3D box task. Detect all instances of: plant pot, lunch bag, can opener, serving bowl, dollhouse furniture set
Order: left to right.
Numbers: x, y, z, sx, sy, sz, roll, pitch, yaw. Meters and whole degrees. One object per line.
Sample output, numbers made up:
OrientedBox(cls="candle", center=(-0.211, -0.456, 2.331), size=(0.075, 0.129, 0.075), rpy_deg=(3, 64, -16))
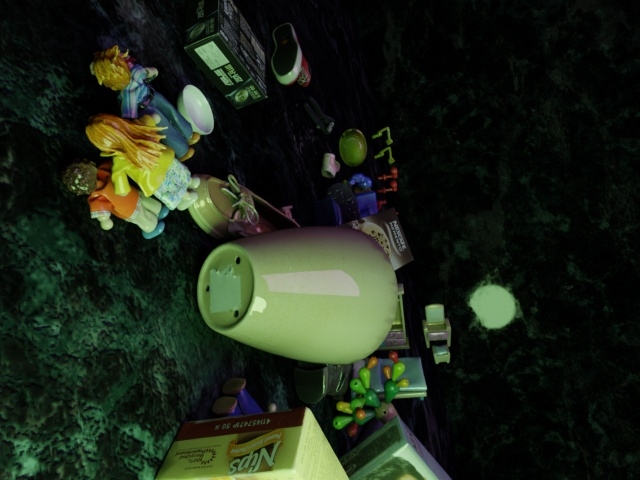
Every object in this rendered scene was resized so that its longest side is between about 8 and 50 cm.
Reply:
OrientedBox(cls="serving bowl", center=(-0.216, -0.217, 0.748), size=(0.083, 0.027, 0.083), rpy_deg=(-14, 90, -71))
OrientedBox(cls="plant pot", center=(-0.052, 0.085, 0.724), size=(0.274, 0.256, 0.257), rpy_deg=(11, 65, -52))
OrientedBox(cls="can opener", center=(-0.007, -0.412, 1.475), size=(0.059, 0.073, 0.186), rpy_deg=(-63, 152, 0))
OrientedBox(cls="lunch bag", center=(0.022, -0.073, 1.269), size=(0.065, 0.067, 0.099), rpy_deg=(38, 40, -62))
OrientedBox(cls="can opener", center=(0.142, 0.537, 1.122), size=(0.283, 0.095, 0.076), rpy_deg=(-2, 79, -71))
OrientedBox(cls="dollhouse furniture set", center=(0.218, 0.276, 1.185), size=(0.303, 0.286, 0.198), rpy_deg=(-75, 157, -65))

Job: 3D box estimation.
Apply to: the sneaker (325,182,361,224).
OrientedBox(cls="sneaker", center=(0.085, -0.024, 1.402), size=(0.131, 0.112, 0.319), rpy_deg=(-122, -164, -83))

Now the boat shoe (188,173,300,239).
OrientedBox(cls="boat shoe", center=(-0.128, -0.048, 0.782), size=(0.285, 0.089, 0.105), rpy_deg=(30, 49, -64))

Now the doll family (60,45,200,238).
OrientedBox(cls="doll family", center=(-0.217, -0.141, 0.544), size=(0.163, 0.118, 0.263), rpy_deg=(46, 35, -55))

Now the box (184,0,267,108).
OrientedBox(cls="box", center=(-0.184, -0.383, 0.884), size=(0.180, 0.077, 0.147), rpy_deg=(43, 37, -59))

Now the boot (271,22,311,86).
OrientedBox(cls="boot", center=(-0.069, -0.493, 1.293), size=(0.176, 0.088, 0.244), rpy_deg=(56, 24, -49))

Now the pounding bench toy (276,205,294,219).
OrientedBox(cls="pounding bench toy", center=(-0.089, -0.034, 0.941), size=(0.083, 0.052, 0.065), rpy_deg=(-26, 102, -71))

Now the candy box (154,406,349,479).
OrientedBox(cls="candy box", center=(-0.045, 0.361, 0.572), size=(0.088, 0.182, 0.317), rpy_deg=(-72, 143, -57))

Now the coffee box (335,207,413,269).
OrientedBox(cls="coffee box", center=(0.111, 0.027, 1.194), size=(0.297, 0.118, 0.168), rpy_deg=(-20, 88, -50))

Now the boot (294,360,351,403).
OrientedBox(cls="boot", center=(0.019, 0.236, 0.995), size=(0.229, 0.091, 0.263), rpy_deg=(26, 70, -67))

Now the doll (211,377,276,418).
OrientedBox(cls="doll", center=(-0.097, 0.301, 0.682), size=(0.129, 0.046, 0.189), rpy_deg=(-65, 137, -61))

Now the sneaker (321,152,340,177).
OrientedBox(cls="sneaker", center=(0.031, -0.232, 1.451), size=(0.134, 0.050, 0.070), rpy_deg=(41, 56, -76))

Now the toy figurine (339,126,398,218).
OrientedBox(cls="toy figurine", center=(0.167, -0.159, 1.427), size=(0.217, 0.191, 0.363), rpy_deg=(-91, 173, -57))

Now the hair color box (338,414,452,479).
OrientedBox(cls="hair color box", center=(0.213, 0.582, 0.931), size=(0.374, 0.185, 0.113), rpy_deg=(51, 5, -6))

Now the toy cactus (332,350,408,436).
OrientedBox(cls="toy cactus", center=(0.136, 0.379, 1.034), size=(0.180, 0.219, 0.112), rpy_deg=(50, -15, -24))
